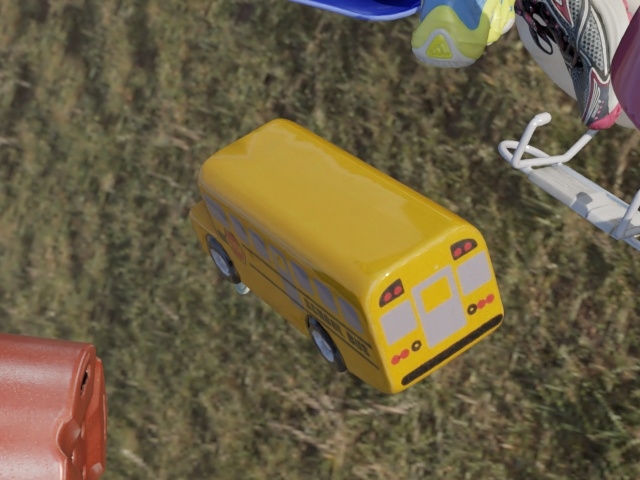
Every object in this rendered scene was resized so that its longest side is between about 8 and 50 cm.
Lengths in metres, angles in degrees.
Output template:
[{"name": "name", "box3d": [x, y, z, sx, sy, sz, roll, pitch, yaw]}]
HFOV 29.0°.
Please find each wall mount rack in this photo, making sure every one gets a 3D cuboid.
[{"name": "wall mount rack", "box3d": [0.462, -0.111, 1.899, 0.350, 0.304, 0.130, 38, 120, 28]}]

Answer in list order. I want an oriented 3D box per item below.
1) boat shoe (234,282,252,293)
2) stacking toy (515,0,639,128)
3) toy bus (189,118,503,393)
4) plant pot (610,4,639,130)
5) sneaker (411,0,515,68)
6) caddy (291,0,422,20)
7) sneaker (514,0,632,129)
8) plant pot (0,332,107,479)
[{"name": "boat shoe", "box3d": [-0.111, -0.018, 2.040, 0.081, 0.068, 0.228, -36, 52, 51]}, {"name": "stacking toy", "box3d": [0.559, -0.439, 1.908, 0.480, 0.350, 0.350, -51, 38, -15]}, {"name": "toy bus", "box3d": [0.000, 0.000, 0.983, 0.108, 0.130, 0.332, -32, 35, -17]}, {"name": "plant pot", "box3d": [0.317, -0.146, 0.807, 0.180, 0.201, 0.201, 111, 146, -40]}, {"name": "sneaker", "box3d": [0.148, -0.259, 1.210, 0.240, 0.091, 0.126, -65, -18, -60]}, {"name": "caddy", "box3d": [0.021, -0.407, 1.507, 0.179, 0.341, 0.241, -88, 12, -71]}, {"name": "sneaker", "box3d": [0.266, -0.261, 1.377, 0.121, 0.112, 0.299, 101, 155, -76]}, {"name": "plant pot", "box3d": [-0.319, 0.181, 1.005, 0.272, 0.265, 0.272, -178, 90, -89]}]
